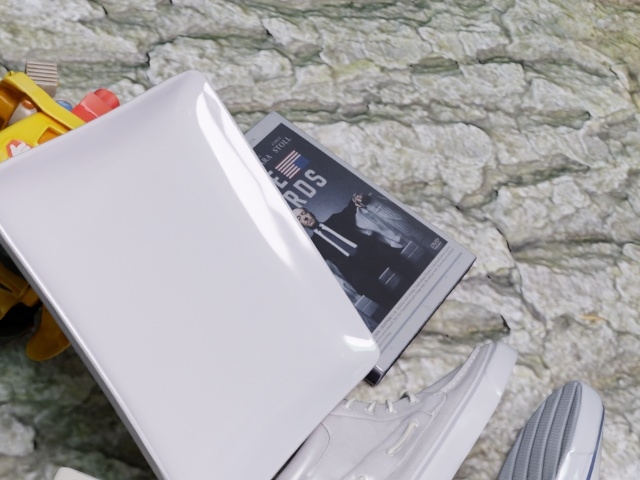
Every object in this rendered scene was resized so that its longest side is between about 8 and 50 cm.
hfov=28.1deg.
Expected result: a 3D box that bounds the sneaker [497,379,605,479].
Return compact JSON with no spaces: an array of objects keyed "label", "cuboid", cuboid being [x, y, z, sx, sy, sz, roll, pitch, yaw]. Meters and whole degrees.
[{"label":"sneaker","cuboid":[0.191,0.230,1.002,0.091,0.094,0.258,35,50,-17]}]

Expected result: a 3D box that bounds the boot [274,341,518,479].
[{"label":"boot","cuboid":[0.056,0.144,1.001,0.123,0.095,0.258,31,45,10]}]

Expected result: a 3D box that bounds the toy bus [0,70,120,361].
[{"label":"toy bus","cuboid":[-0.233,-0.053,0.979,0.220,0.149,0.211,37,50,-10]}]

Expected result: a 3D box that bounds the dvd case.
[{"label":"dvd case","cuboid":[0.000,0.000,1.137,0.239,0.029,0.179,36,48,8]}]

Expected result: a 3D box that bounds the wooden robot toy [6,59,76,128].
[{"label":"wooden robot toy","cuboid":[-0.241,-0.098,1.085,0.076,0.079,0.173,17,49,-8]}]

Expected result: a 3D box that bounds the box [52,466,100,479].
[{"label":"box","cuboid":[-0.177,0.287,0.781,0.094,0.113,0.275,23,47,-3]}]

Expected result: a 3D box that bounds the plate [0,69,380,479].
[{"label":"plate","cuboid":[-0.095,0.035,0.918,0.277,0.045,0.278,58,34,-6]}]
